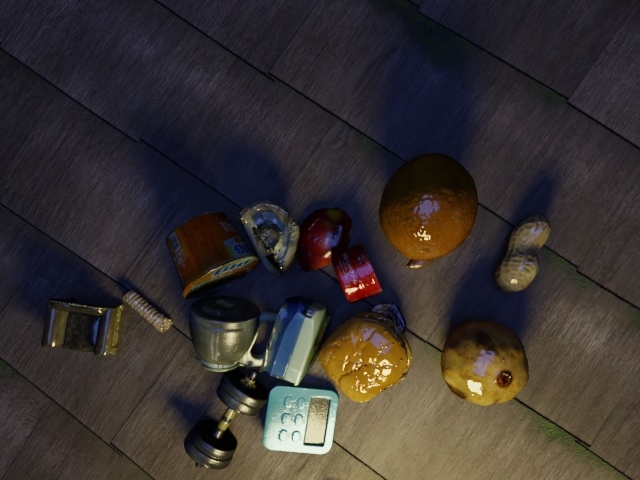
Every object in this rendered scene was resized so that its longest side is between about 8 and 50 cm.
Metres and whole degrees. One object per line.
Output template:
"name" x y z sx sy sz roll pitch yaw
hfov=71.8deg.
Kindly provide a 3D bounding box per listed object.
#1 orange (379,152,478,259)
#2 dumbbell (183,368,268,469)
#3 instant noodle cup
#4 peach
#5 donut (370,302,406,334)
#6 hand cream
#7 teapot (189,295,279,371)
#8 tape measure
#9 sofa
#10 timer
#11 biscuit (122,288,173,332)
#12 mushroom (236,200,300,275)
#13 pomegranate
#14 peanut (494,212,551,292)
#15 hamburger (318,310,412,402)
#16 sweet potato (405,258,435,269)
"orange" 0.356 -0.118 1.472 0.322 0.322 0.356 14 60 6
"dumbbell" -0.327 0.623 1.548 0.185 0.185 0.388 31 90 6
"instant noodle cup" -0.390 0.044 1.552 0.296 0.296 0.214 -30 77 2
"peach" 0.000 -0.002 1.619 0.189 0.068 0.279 31 90 8
"donut" 0.238 0.290 1.583 0.141 0.059 0.140 0 88 5
"hand cream" 0.124 0.116 1.539 0.125 0.193 0.193 -24 85 3
"teapot" -0.312 0.333 1.581 0.240 0.322 0.239 22 109 46
"tape measure" -0.068 0.328 1.506 0.138 0.262 0.259 21 95 14
"sofa" -0.875 0.319 1.613 0.259 0.182 0.199 8 88 5
"timer" -0.067 0.633 1.575 0.250 0.091 0.231 7 87 1
"biscuit" -0.652 0.260 1.662 0.219 0.055 0.061 39 80 6
"mushroom" -0.163 -0.017 1.582 0.164 0.189 0.267 -35 70 -18
"pomegranate" 0.531 0.401 1.455 0.281 0.281 0.281 0 86 5
"peanut" 0.701 0.043 1.522 0.120 0.136 0.298 24 87 -28
"hamburger" 0.160 0.396 1.508 0.319 0.158 0.318 4 104 15
"sweet potato" 0.396 0.042 1.587 0.226 0.068 0.068 -40 84 -12
